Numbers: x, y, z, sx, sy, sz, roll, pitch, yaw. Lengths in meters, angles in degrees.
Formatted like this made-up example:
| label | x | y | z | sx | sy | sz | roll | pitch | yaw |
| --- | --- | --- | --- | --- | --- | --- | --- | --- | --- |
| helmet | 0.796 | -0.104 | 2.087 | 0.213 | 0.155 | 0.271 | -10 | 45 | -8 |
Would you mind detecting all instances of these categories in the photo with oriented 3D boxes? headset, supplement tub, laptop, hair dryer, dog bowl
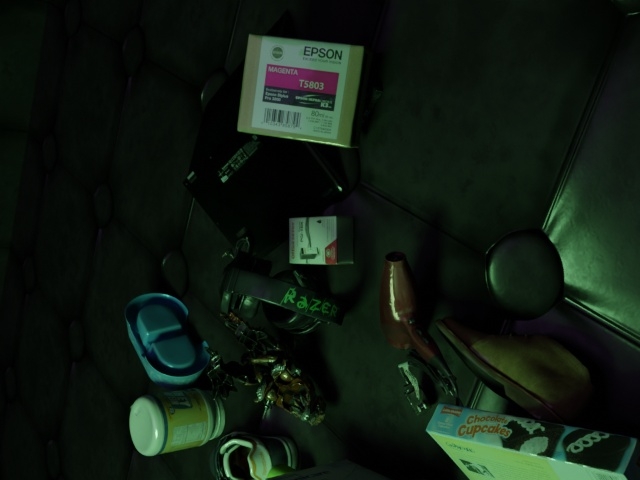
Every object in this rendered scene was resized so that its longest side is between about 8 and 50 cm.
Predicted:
| label | x | y | z | sx | sy | sz | roll | pitch | yaw |
| --- | --- | --- | --- | --- | --- | --- | --- | --- | --- |
| headset | -0.098 | 0.083 | 1.556 | 0.394 | 0.243 | 0.185 | 3 | 74 | 59 |
| supplement tub | -0.351 | 0.442 | 1.857 | 0.144 | 0.199 | 0.144 | 0 | 90 | 49 |
| laptop | -0.122 | -0.224 | 1.733 | 0.408 | 0.236 | 0.382 | 52 | 133 | -1 |
| hair dryer | 0.175 | 0.157 | 1.298 | 0.294 | 0.080 | 0.223 | 68 | 160 | 8 |
| dog bowl | -0.402 | 0.263 | 1.956 | 0.297 | 0.166 | 0.074 | 52 | 138 | 36 |

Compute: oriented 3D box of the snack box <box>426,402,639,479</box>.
| label | x | y | z | sx | sy | sz | roll | pitch | yaw |
| --- | --- | --- | --- | --- | --- | --- | --- | --- | --- |
| snack box | 0.328 | 0.330 | 1.087 | 0.322 | 0.187 | 0.060 | -2 | 45 | 49 |

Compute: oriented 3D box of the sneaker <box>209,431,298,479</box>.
| label | x | y | z | sx | sy | sz | roll | pitch | yaw |
| --- | --- | --- | --- | --- | --- | --- | --- | --- | --- |
| sneaker | -0.194 | 0.506 | 1.734 | 0.321 | 0.127 | 0.126 | -27 | 71 | 48 |

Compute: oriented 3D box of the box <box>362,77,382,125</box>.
| label | x | y | z | sx | sy | sz | roll | pitch | yaw |
| --- | --- | --- | --- | --- | --- | --- | --- | --- | --- |
| box | 0.081 | -0.281 | 1.495 | 0.067 | 0.018 | 0.083 | 55 | 128 | 34 |

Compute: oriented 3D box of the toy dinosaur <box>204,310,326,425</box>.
| label | x | y | z | sx | sy | sz | roll | pitch | yaw |
| --- | --- | --- | --- | --- | --- | --- | --- | --- | --- |
| toy dinosaur | -0.123 | 0.262 | 1.579 | 0.322 | 0.218 | 0.164 | 20 | 89 | 37 |

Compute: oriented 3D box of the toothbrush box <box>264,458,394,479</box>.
| label | x | y | z | sx | sy | sz | roll | pitch | yaw |
| --- | --- | --- | --- | --- | --- | --- | --- | --- | --- |
| toothbrush box | 0.064 | 0.513 | 1.362 | 0.295 | 0.216 | 0.126 | 5 | 93 | 50 |

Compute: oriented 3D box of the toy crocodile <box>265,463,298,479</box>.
| label | x | y | z | sx | sy | sz | roll | pitch | yaw |
| --- | --- | --- | --- | --- | --- | --- | --- | --- | --- |
| toy crocodile | -0.086 | 0.639 | 1.619 | 0.115 | 0.105 | 0.341 | 29 | 112 | 46 |

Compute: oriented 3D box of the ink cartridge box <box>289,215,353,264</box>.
| label | x | y | z | sx | sy | sz | roll | pitch | yaw |
| --- | --- | --- | --- | --- | --- | --- | --- | --- | --- |
| ink cartridge box | 0.000 | 0.000 | 1.548 | 0.135 | 0.056 | 0.099 | -2 | 89 | 43 |

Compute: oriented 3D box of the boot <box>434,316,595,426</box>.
| label | x | y | z | sx | sy | sz | roll | pitch | yaw |
| --- | --- | --- | --- | --- | --- | --- | --- | --- | --- |
| boot | 0.303 | 0.188 | 1.198 | 0.115 | 0.112 | 0.305 | -47 | 38 | -4 |

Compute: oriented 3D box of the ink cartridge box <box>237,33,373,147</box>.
| label | x | y | z | sx | sy | sz | roll | pitch | yaw |
| --- | --- | --- | --- | --- | --- | --- | --- | --- | --- |
| ink cartridge box | -0.031 | -0.289 | 1.458 | 0.234 | 0.088 | 0.193 | 10 | 100 | 14 |

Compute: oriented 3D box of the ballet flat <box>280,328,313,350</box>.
| label | x | y | z | sx | sy | sz | roll | pitch | yaw |
| --- | --- | --- | --- | --- | --- | --- | --- | --- | --- |
| ballet flat | -0.077 | 0.177 | 1.653 | 0.173 | 0.049 | 0.057 | 43 | 120 | 41 |
